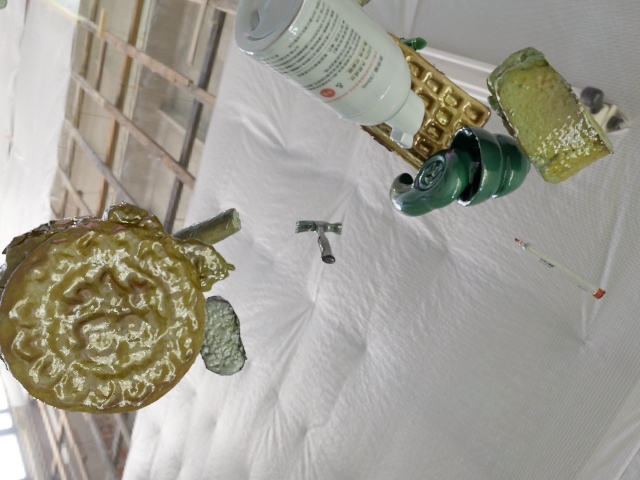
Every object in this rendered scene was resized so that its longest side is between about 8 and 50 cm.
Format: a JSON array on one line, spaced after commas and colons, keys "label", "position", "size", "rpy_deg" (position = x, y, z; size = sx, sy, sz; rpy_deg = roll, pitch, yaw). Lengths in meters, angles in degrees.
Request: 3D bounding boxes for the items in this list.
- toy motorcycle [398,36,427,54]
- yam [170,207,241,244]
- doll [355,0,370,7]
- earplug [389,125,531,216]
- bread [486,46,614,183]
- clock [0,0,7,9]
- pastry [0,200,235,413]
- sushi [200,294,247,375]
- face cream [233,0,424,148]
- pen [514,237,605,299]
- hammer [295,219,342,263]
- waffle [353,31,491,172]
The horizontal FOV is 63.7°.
[{"label": "toy motorcycle", "position": [0.256, -0.616, 1.659], "size": [0.190, 0.106, 0.074], "rpy_deg": [40, -25, 62]}, {"label": "yam", "position": [-0.333, 0.008, 1.260], "size": [0.317, 0.067, 0.071], "rpy_deg": [-23, -141, 14]}, {"label": "doll", "position": [0.061, -0.671, 1.601], "size": [0.091, 0.202, 0.286], "rpy_deg": [-158, -114, -71]}, {"label": "earplug", "position": [0.292, -0.130, 1.085], "size": [0.257, 0.280, 0.164], "rpy_deg": [89, -3, -66]}, {"label": "bread", "position": [0.385, -0.222, 0.899], "size": [0.124, 0.257, 0.186], "rpy_deg": [-38, -150, 28]}, {"label": "clock", "position": [-0.725, -0.523, 1.012], "size": [0.243, 0.199, 0.147], "rpy_deg": [-23, -136, 61]}, {"label": "pastry", "position": [-0.260, 0.076, 0.613], "size": [0.132, 0.240, 0.235], "rpy_deg": [-11, -128, 56]}, {"label": "sushi", "position": [-0.194, 0.181, 0.983], "size": [0.078, 0.090, 0.150], "rpy_deg": [166, -92, -78]}, {"label": "face cream", "position": [0.052, -0.258, 0.787], "size": [0.145, 0.369, 0.145], "rpy_deg": [-14, -113, 37]}, {"label": "pen", "position": [0.528, 0.058, 1.149], "size": [0.218, 0.026, 0.026], "rpy_deg": [36, -62, 16]}, {"label": "hammer", "position": [0.000, 0.000, 1.038], "size": [0.246, 0.103, 0.029], "rpy_deg": [-97, -166, -73]}, {"label": "waffle", "position": [0.216, -0.303, 1.201], "size": [0.224, 0.327, 0.098], "rpy_deg": [-58, -169, -8]}]
